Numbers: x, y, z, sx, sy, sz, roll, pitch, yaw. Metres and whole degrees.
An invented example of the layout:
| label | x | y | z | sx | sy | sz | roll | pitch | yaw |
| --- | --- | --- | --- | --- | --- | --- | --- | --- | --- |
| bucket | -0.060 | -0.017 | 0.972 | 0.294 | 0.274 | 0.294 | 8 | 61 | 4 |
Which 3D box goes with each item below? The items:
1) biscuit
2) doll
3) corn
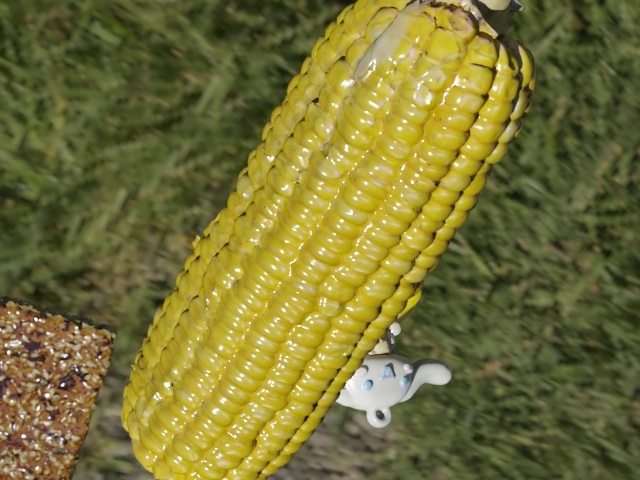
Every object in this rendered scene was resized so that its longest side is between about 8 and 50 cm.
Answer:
| label | x | y | z | sx | sy | sz | roll | pitch | yaw |
| --- | --- | --- | --- | --- | --- | --- | --- | --- | --- |
| biscuit | -0.243 | 0.144 | 1.528 | 0.131 | 0.025 | 0.230 | 16 | 119 | -5 |
| doll | 0.027 | 0.083 | 1.478 | 0.071 | 0.135 | 0.113 | -23 | 96 | 56 |
| corn | 0.000 | 0.000 | 0.712 | 0.080 | 0.080 | 0.238 | 50 | 122 | 27 |
